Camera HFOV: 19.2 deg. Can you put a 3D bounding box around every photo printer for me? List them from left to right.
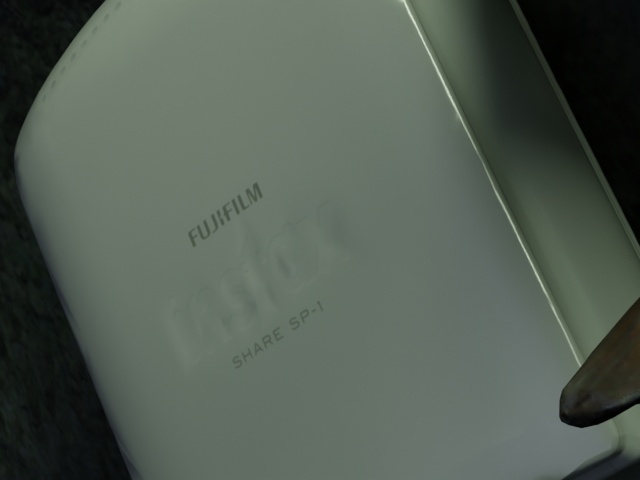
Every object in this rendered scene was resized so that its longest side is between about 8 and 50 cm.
[{"bbox_3d":[0.000,0.000,0.818,0.256,0.107,0.308,-35,71,34],"label":"photo printer"}]

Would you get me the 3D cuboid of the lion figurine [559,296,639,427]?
[{"bbox_3d":[0.177,-0.133,0.352,0.392,0.142,0.240,-26,72,27],"label":"lion figurine"}]
